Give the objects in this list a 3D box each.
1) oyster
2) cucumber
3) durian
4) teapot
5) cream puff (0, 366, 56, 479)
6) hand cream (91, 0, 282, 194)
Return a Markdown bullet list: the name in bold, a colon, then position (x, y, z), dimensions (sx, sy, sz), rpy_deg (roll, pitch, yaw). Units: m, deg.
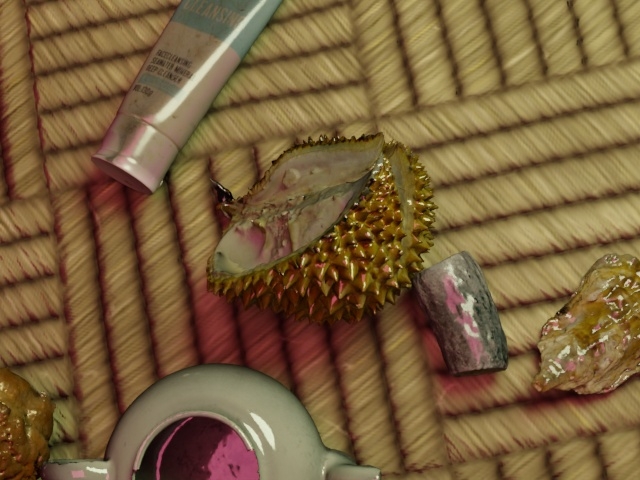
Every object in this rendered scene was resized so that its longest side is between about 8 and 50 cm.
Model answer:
- **oyster**: position (0.250, 0.073, 0.831), dimensions (0.146, 0.045, 0.121), rpy_deg (-7, 63, 5)
- **cucumber**: position (0.126, 0.068, 0.835), dimensions (0.064, 0.064, 0.112), rpy_deg (-22, 78, 2)
- **durian**: position (0.000, 0.000, 0.833), dimensions (0.237, 0.138, 0.193), rpy_deg (15, 67, 53)
- **teapot**: position (-0.092, 0.199, 0.796), dimensions (0.294, 0.129, 0.193), rpy_deg (-1, 77, 7)
- **cream puff**: position (-0.310, 0.182, 0.814), dimensions (0.150, 0.165, 0.115), rpy_deg (7, 44, -15)
- **hand cream**: position (-0.111, -0.192, 0.917), dimensions (0.111, 0.070, 0.312), rpy_deg (23, 77, 20)
